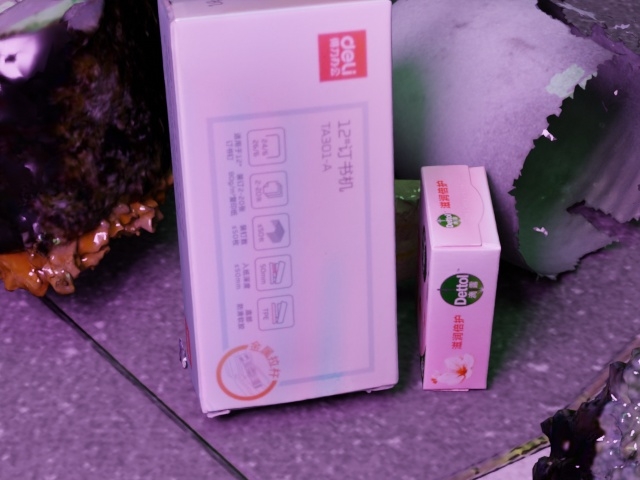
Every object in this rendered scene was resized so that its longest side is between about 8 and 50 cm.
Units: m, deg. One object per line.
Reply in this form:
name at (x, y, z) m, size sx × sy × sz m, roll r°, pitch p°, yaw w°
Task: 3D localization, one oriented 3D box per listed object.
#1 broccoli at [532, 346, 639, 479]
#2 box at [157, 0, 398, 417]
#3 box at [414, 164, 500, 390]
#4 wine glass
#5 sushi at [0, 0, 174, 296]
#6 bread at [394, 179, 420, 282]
broccoli at (0.239, 0.125, 0.836) m, size 0.243 × 0.247 × 0.263 m, roll -3°, pitch 70°, yaw -57°
box at (-0.026, -0.026, 0.936) m, size 0.135 × 0.269 × 0.079 m, roll -7°, pitch 25°, yaw -10°
box at (0.087, 0.025, 0.987) m, size 0.043 × 0.125 × 0.089 m, roll -1°, pitch 37°, yaw -1°
wine glass at (0.094, -0.120, 1.126) m, size 0.190 × 0.190 × 0.357 m, roll -28°, pitch 44°, yaw -32°
sushi at (-0.209, -0.112, 1.099) m, size 0.234 × 0.207 × 0.348 m, roll -9°, pitch 25°, yaw 17°
bread at (0.002, 0.011, 1.024) m, size 0.152 × 0.077 × 0.105 m, roll 1°, pitch 34°, yaw 17°
